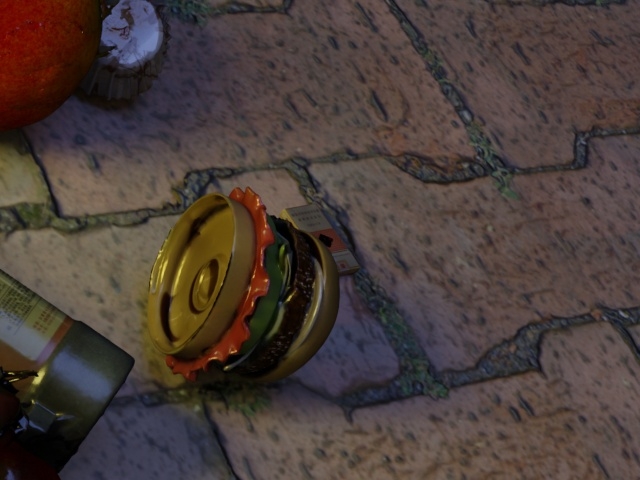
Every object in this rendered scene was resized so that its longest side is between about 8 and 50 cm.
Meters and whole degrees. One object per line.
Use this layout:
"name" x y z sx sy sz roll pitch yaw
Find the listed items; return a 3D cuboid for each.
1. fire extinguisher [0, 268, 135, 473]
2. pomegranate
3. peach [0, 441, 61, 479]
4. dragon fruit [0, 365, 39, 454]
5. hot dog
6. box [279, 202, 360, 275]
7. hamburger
"fire extinguisher" -0.328 0.036 1.493 0.376 0.113 0.200 34 -2 -3
"pomegranate" -0.288 -0.201 1.731 0.235 0.210 0.210 -6 54 -49
"peach" -0.233 0.199 1.445 0.101 0.100 0.100 21 41 -20
"dragon fruit" -0.327 0.148 1.331 0.293 0.234 0.233 -3 53 -33
"hot dog" -0.254 -0.237 1.880 0.253 0.069 0.131 35 67 2
"box" 0.000 0.000 1.895 0.046 0.012 0.083 -11 57 -45
"hamburger" -0.059 0.045 1.688 0.137 0.175 0.175 20 41 -31
